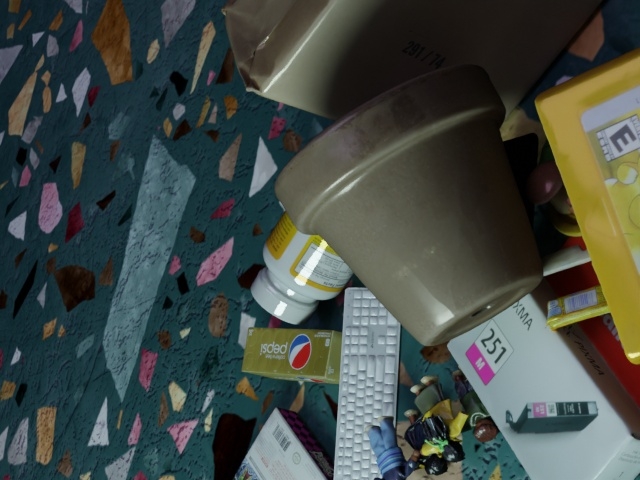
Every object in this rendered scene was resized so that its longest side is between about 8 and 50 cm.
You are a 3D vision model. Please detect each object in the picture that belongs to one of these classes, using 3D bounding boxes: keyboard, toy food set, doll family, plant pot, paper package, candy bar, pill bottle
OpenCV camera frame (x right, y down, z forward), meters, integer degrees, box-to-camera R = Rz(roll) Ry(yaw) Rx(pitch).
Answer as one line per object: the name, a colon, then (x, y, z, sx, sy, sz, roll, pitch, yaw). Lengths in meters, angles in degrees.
keyboard: (0.058, 0.181, 1.919, 0.072, 0.014, 0.256, -2, 73, 20)
toy food set: (0.272, -0.080, 1.681, 0.128, 0.071, 0.218, -13, 53, 51)
doll family: (0.123, 0.226, 1.801, 0.193, 0.076, 0.111, -49, 47, 37)
plant pot: (0.117, -0.023, 1.669, 0.263, 0.263, 0.229, -40, 73, 37)
paper package: (0.108, -0.276, 1.793, 0.309, 0.325, 0.168, -51, 42, 28)
candy bar: (0.302, 0.057, 1.627, 0.161, 0.018, 0.040, -19, 48, 24)
pill bottle: (0.000, 0.000, 2.003, 0.208, 0.117, 0.117, -58, 39, 20)

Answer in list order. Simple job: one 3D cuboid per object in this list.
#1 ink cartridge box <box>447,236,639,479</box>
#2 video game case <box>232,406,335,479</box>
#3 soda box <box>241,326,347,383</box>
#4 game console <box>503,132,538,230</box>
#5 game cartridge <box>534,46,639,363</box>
ink cartridge box: (0.271, 0.116, 1.658, 0.239, 0.060, 0.275, -56, 40, 24)
video game case: (-0.045, 0.359, 1.987, 0.210, 0.042, 0.232, -61, 38, 16)
soda box: (-0.023, 0.147, 2.027, 0.181, 0.058, 0.061, -2, 75, 52)
game console: (0.219, -0.047, 1.778, 0.071, 0.107, 0.122, 0, 74, 22)
game cartridge: (0.384, -0.068, 1.469, 0.323, 0.052, 0.285, -25, 79, 34)
